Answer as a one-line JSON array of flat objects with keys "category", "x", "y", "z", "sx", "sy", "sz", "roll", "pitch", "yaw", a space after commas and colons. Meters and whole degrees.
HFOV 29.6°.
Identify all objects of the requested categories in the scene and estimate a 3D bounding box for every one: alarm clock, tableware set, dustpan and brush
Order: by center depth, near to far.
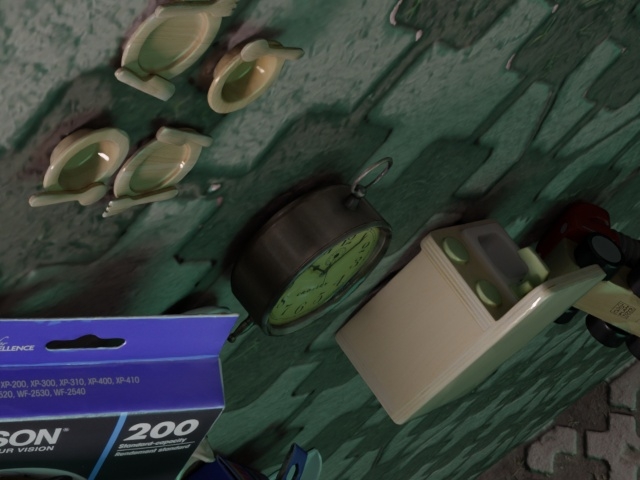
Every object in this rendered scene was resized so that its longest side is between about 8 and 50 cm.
[{"category": "tableware set", "x": -0.086, "y": -0.071, "z": 0.688, "sx": 0.168, "sy": 0.020, "sz": 0.141, "roll": -47, "pitch": 160, "yaw": 21}, {"category": "alarm clock", "x": 0.000, "y": 0.000, "z": 0.943, "sx": 0.129, "sy": 0.064, "sz": 0.192, "roll": -17, "pitch": 153, "yaw": -49}, {"category": "dustpan and brush", "x": -0.066, "y": 0.390, "z": 1.695, "sx": 0.147, "sy": 0.060, "sz": 0.211, "roll": -28, "pitch": 157, "yaw": -32}]

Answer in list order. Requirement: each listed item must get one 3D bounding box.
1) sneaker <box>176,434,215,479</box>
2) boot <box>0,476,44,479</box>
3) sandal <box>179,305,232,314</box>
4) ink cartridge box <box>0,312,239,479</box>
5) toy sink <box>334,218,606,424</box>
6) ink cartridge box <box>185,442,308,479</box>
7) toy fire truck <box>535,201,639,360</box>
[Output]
[{"category": "sneaker", "x": -0.178, "y": 0.221, "z": 1.069, "sx": 0.185, "sy": 0.084, "sz": 0.069, "roll": -44, "pitch": 161, "yaw": 10}, {"category": "boot", "x": -0.250, "y": 0.234, "z": 0.819, "sx": 0.213, "sy": 0.077, "sz": 0.165, "roll": 12, "pitch": 132, "yaw": -31}, {"category": "sandal", "x": -0.152, "y": 0.159, "z": 0.991, "sx": 0.265, "sy": 0.076, "sz": 0.102, "roll": -45, "pitch": 161, "yaw": 13}, {"category": "ink cartridge box", "x": -0.176, "y": 0.125, "z": 0.821, "sx": 0.206, "sy": 0.045, "sz": 0.208, "roll": 0, "pitch": 141, "yaw": -29}, {"category": "toy sink", "x": 0.155, "y": 0.064, "z": 1.279, "sx": 0.234, "sy": 0.131, "sz": 0.153, "roll": -46, "pitch": 161, "yaw": 32}, {"category": "ink cartridge box", "x": -0.151, "y": 0.402, "z": 1.424, "sx": 0.395, "sy": 0.151, "sz": 0.270, "roll": -38, "pitch": 162, "yaw": -4}, {"category": "toy fire truck", "x": 0.396, "y": 0.001, "z": 1.572, "sx": 0.158, "sy": 0.217, "sz": 0.246, "roll": -55, "pitch": -162, "yaw": 37}]
